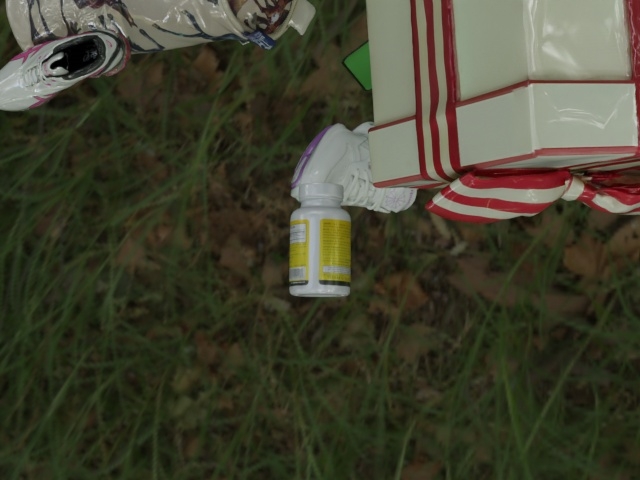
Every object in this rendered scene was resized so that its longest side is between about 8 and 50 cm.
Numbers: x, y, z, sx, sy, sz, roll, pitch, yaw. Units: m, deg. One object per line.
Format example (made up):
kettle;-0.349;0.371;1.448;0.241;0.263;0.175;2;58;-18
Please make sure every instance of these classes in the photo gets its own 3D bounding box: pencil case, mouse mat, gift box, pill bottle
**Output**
pencil case;-0.216;-0.309;1.488;0.410;0.160;0.183;1;140;36
mouse mat;0.114;-0.309;1.895;0.153;0.190;0.007;-36;74;7
gift box;0.179;-0.144;0.871;0.255;0.276;0.258;-3;87;-19
pill bottle;0.000;0.000;1.224;0.065;0.065;0.116;0;84;13

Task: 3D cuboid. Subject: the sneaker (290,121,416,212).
sneaker;0.066;-0.103;1.765;0.152;0.305;0.114;38;118;15

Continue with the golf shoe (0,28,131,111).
golf shoe;-0.322;-0.207;1.391;0.186;0.086;0.067;-22;91;12
